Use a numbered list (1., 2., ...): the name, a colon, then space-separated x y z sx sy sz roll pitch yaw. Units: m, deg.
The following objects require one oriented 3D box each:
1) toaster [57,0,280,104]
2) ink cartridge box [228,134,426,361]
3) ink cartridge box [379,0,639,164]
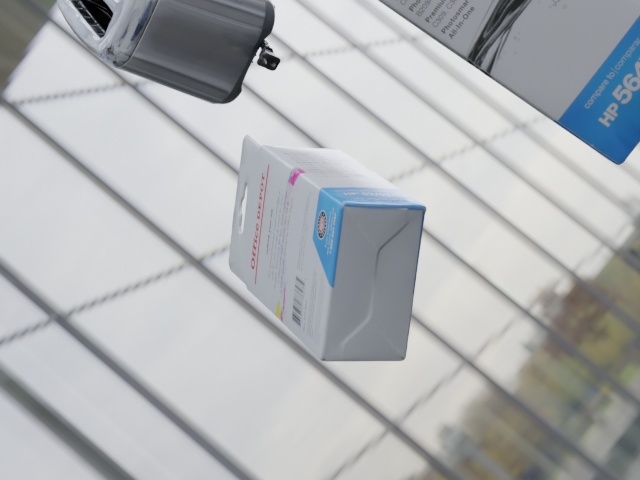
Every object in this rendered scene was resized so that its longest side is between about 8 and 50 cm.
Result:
1. toaster: -0.146 -0.216 1.621 0.146 0.227 0.129 14 -66 -35
2. ink cartridge box: 0.000 0.000 1.147 0.181 0.062 0.104 -141 55 -61
3. ink cartridge box: 0.102 -0.149 0.969 0.086 0.203 0.148 -52 14 18
